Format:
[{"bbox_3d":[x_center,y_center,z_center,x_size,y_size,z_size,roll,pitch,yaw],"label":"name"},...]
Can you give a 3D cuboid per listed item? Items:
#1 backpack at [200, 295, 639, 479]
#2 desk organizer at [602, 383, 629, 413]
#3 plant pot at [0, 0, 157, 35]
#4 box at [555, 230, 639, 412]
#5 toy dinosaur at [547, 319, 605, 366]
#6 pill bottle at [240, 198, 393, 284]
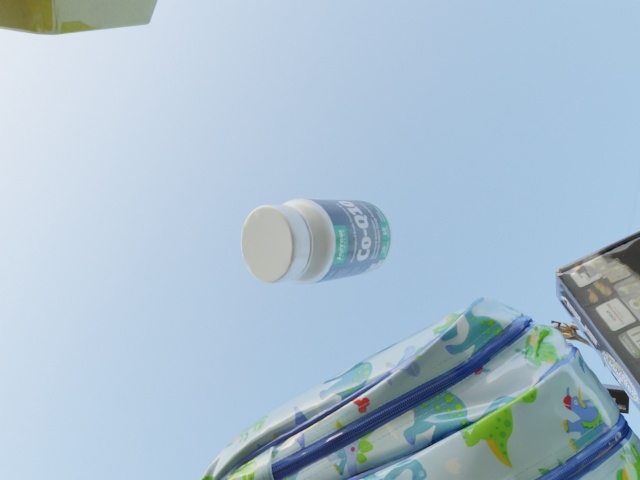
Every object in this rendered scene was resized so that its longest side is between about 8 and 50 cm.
[{"bbox_3d":[0.074,0.207,0.379,0.356,0.290,0.273,-20,-115,23],"label":"backpack"},{"bbox_3d":[0.560,0.321,0.938,0.130,0.050,0.047,3,-93,16],"label":"desk organizer"},{"bbox_3d":[-0.212,-0.247,0.293,0.213,0.212,0.187,11,-60,3],"label":"plant pot"},{"bbox_3d":[0.486,0.127,0.428,0.319,0.097,0.394,-28,-129,12],"label":"box"},{"bbox_3d":[0.745,0.278,1.327,0.212,0.112,0.064,24,-116,33],"label":"toy dinosaur"},{"bbox_3d":[0.000,0.000,1.096,0.204,0.361,0.204,4,-84,41],"label":"pill bottle"}]
